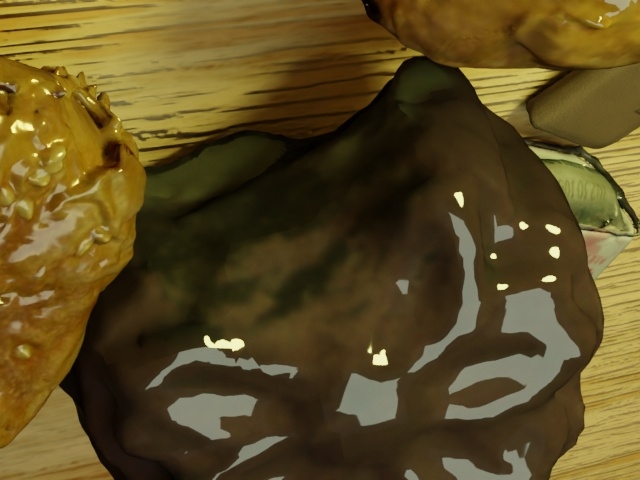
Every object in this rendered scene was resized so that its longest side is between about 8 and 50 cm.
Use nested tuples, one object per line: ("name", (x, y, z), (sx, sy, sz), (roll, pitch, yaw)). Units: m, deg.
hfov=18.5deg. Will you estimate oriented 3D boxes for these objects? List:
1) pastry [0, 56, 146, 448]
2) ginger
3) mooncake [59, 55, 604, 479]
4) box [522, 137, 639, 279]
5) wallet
("pastry", (-0.256, 0.004, 1.209), (0.255, 0.162, 0.311), (19, 115, -39))
("ginger", (0.172, -0.212, 1.209), (0.269, 0.200, 0.223), (-2, 141, -39))
("mooncake", (0.014, 0.074, 1.383), (0.381, 0.212, 0.350), (-34, 126, 6))
("box", (0.089, 0.069, 1.641), (0.190, 0.112, 0.370), (5, 136, -45))
("wallet", (0.247, -0.126, 1.544), (0.152, 0.039, 0.118), (-35, 148, 26))
